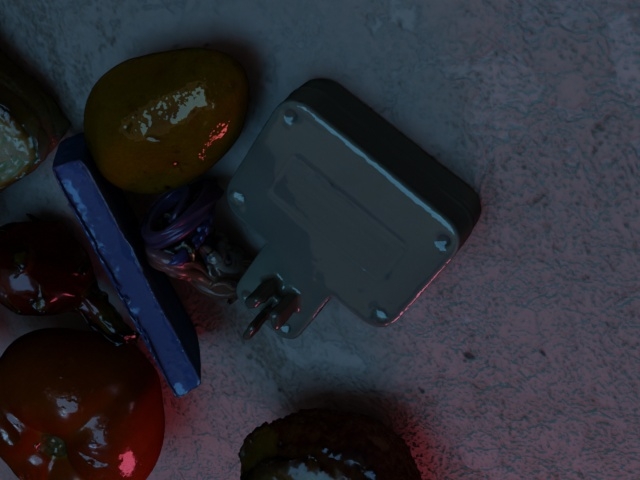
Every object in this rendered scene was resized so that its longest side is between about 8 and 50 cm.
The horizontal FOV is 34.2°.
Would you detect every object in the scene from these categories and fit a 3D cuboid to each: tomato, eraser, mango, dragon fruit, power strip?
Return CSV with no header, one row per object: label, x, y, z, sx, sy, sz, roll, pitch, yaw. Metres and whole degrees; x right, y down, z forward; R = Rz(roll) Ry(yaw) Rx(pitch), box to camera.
tomato,-0.313,0.229,1.385,0.260,0.180,0.259,14,129,19
eraser,-0.222,0.025,1.226,0.043,0.144,0.311,-24,111,0
mango,-0.164,-0.132,1.102,0.227,0.109,0.147,-31,100,39
dragon fruit,-0.329,0.059,1.323,0.246,0.125,0.125,36,112,-1
power strip,0.000,0.000,1.084,0.229,0.141,0.261,39,129,2

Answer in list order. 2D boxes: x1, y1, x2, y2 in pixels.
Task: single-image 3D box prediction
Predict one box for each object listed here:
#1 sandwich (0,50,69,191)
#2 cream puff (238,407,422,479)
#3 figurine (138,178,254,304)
sandwich,-0.479,-0.167,1.244,0.271,0.099,0.301,-31,109,30
cream puff,0.014,0.298,1.262,0.240,0.164,0.240,10,136,10
figurine,-0.142,0.008,1.187,0.114,0.126,0.157,-19,128,5
